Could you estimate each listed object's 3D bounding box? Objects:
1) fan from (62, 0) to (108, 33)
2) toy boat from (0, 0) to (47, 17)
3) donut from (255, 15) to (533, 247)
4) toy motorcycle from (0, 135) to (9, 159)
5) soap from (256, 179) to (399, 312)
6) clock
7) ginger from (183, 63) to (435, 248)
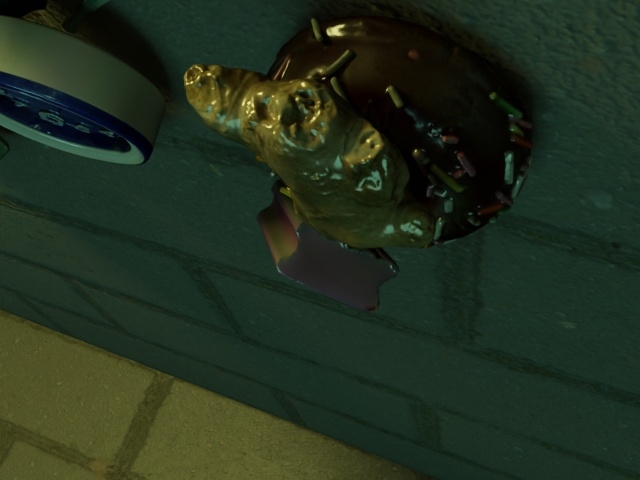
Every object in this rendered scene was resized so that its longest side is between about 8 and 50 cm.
[{"bbox_3d":[-0.215,-0.243,0.651,0.038,0.016,0.193,37,152,-29],"label":"fan"},{"bbox_3d":[-0.366,-0.294,0.622,0.093,0.103,0.246,-12,152,32],"label":"toy boat"},{"bbox_3d":[0.059,-0.086,0.611,0.270,0.103,0.269,19,153,10],"label":"donut"},{"bbox_3d":[-0.661,-0.169,1.045,0.327,0.191,0.200,30,163,27],"label":"toy motorcycle"},{"bbox_3d":[0.000,0.000,0.754,0.122,0.065,0.203,26,-170,-17],"label":"soap"},{"bbox_3d":[-0.294,-0.162,0.744,0.231,0.083,0.230,16,168,4],"label":"clock"},{"bbox_3d":[0.000,-0.067,0.504,0.137,0.074,0.213,-9,133,47],"label":"ginger"}]
